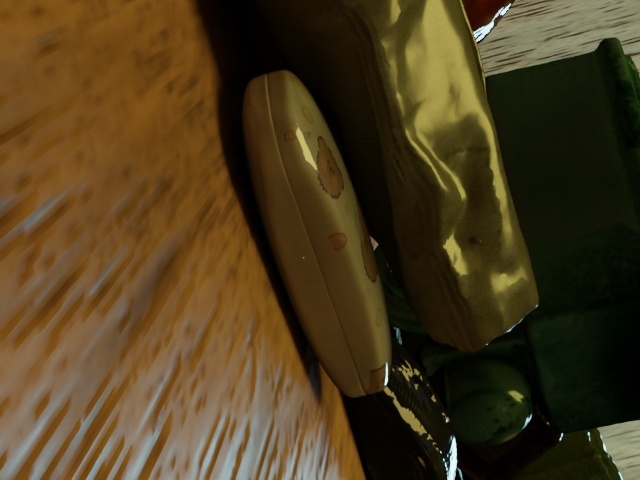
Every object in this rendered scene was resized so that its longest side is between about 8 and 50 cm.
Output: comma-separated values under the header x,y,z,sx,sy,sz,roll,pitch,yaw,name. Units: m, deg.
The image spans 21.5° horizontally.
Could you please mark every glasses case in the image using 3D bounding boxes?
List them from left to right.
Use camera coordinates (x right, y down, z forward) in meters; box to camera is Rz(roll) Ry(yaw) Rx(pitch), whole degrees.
x,y,z,sx,sy,sz,roll,pitch,yaw,name
0.000,0.000,0.733,0.063,0.041,0.164,-95,168,-51,glasses case

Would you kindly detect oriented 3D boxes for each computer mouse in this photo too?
x,y,z,sx,sy,sz,roll,pitch,yaw,name
0.044,0.095,0.876,0.079,0.047,0.135,-91,163,-66,computer mouse

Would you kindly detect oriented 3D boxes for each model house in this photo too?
x,y,z,sx,sy,sz,roll,pitch,yaw,name
0.114,0.087,1.195,0.165,0.106,0.152,-94,171,-46,model house

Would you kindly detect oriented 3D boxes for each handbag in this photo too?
x,y,z,sx,sy,sz,roll,pitch,yaw,name
0.022,-0.106,0.851,0.316,0.109,0.253,-102,170,-68,handbag

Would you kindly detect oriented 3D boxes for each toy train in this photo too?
x,y,z,sx,sy,sz,roll,pitch,yaw,name
0.124,0.006,1.059,0.266,0.201,0.145,-94,169,-45,toy train

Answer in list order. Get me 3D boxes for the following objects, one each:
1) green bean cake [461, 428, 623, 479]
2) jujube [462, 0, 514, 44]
x,y,z,sx,sy,sz,roll,pitch,yaw,name
0.215,0.274,1.445,0.222,0.125,0.248,-112,179,-47,green bean cake
0.060,-0.230,1.113,0.183,0.183,0.243,69,20,-46,jujube
